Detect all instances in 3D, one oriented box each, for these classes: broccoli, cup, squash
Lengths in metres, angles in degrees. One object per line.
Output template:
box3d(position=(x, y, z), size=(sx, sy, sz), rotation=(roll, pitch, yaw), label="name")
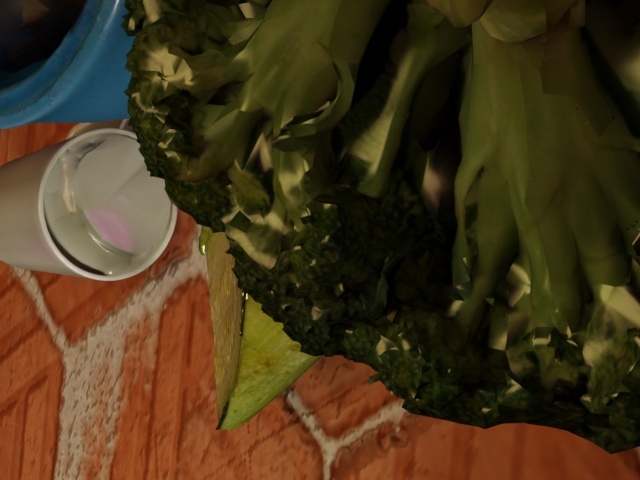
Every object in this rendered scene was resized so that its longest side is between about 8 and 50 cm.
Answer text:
box3d(position=(0.064, -0.078, 0.532), size=(0.270, 0.270, 0.270), rotation=(58, -158, -71), label="broccoli")
box3d(position=(-0.123, -0.029, 0.956), size=(0.116, 0.074, 0.104), rotation=(-3, 61, 60), label="cup")
box3d(position=(-0.003, -0.001, 0.762), size=(0.200, 0.075, 0.090), rotation=(-45, 26, 42), label="squash")

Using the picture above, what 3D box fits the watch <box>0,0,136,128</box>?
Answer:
box3d(position=(-0.141, -0.173, 0.868), size=(0.305, 0.241, 0.274), rotation=(-34, 72, 45), label="watch")
